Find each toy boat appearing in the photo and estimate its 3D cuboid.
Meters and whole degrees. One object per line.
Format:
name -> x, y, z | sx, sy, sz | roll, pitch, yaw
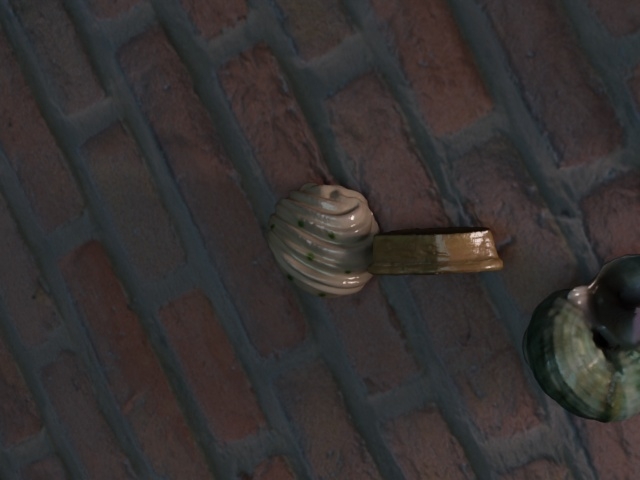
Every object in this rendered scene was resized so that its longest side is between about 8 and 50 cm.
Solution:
toy boat -> 0.168, 0.014, 1.934 | 0.188, 0.116, 0.061 | -1, 93, 29

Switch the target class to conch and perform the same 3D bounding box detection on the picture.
conch -> 0.375, 0.133, 1.826 | 0.277, 0.195, 0.220 | -17, 71, 52

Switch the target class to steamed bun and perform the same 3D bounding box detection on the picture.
steamed bun -> 0.000, 0.000, 2.024 | 0.183, 0.106, 0.182 | 7, 105, 25
